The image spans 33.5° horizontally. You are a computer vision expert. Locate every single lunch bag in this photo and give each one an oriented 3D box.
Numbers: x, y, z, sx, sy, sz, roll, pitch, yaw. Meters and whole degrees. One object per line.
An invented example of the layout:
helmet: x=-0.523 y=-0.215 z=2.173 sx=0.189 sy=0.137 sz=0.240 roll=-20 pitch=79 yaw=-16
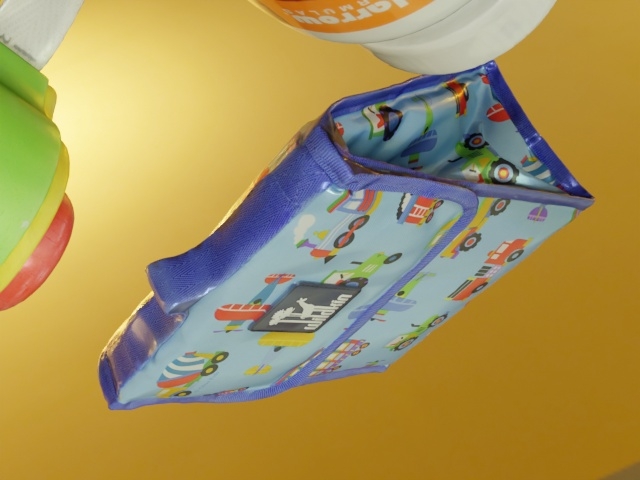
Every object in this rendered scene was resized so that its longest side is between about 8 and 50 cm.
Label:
lunch bag: x=0.000 y=0.000 z=0.664 sx=0.293 sy=0.221 sz=0.138 roll=-11 pitch=-117 yaw=-54

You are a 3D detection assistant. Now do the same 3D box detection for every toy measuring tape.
toy measuring tape: x=-0.138 y=-0.073 z=0.491 sx=0.121 sy=0.121 sz=0.330 roll=22 pitch=-105 yaw=41

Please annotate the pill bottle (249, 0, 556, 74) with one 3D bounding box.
pill bottle: x=-0.002 y=-0.132 z=0.318 sx=0.121 sy=0.121 sz=0.221 roll=13 pitch=175 yaw=32
